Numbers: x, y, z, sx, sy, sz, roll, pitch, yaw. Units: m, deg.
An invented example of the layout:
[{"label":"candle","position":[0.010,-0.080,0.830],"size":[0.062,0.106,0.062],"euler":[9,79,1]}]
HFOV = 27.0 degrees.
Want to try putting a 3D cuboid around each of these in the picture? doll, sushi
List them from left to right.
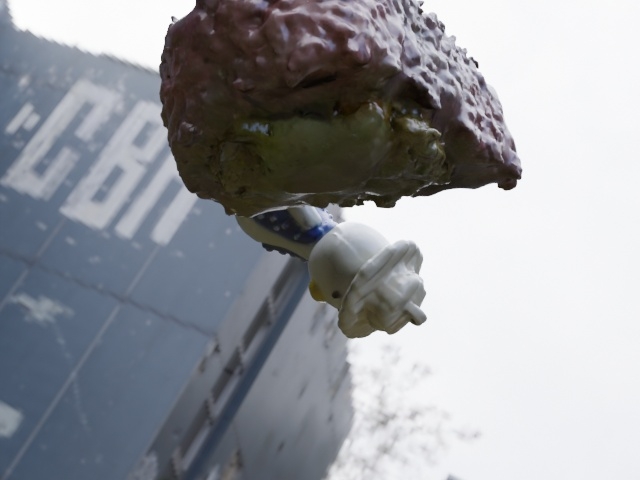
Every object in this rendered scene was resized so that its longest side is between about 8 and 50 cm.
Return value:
[{"label":"doll","position":[0.000,0.000,1.367],"size":[0.293,0.119,0.138],"euler":[39,-25,28]},{"label":"sushi","position":[0.005,-0.072,0.815],"size":[0.161,0.108,0.241],"euler":[-23,-28,27]}]
